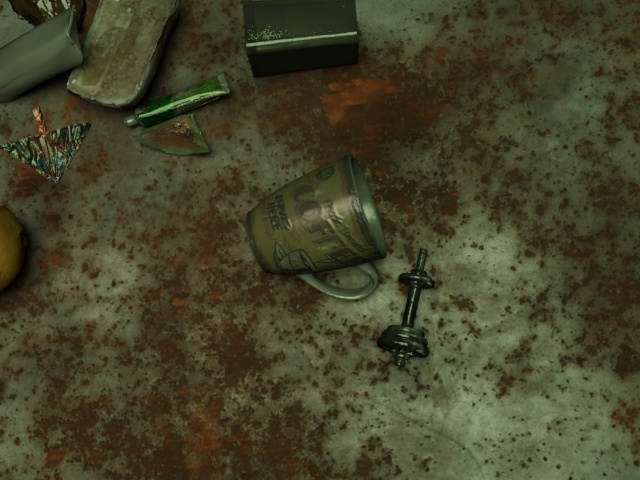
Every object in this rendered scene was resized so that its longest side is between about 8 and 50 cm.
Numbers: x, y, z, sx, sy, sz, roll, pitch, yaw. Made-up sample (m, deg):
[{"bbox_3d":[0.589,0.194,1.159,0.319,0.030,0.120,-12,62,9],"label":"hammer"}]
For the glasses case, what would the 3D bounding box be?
[{"bbox_3d":[-0.629,-0.407,1.836,0.308,0.083,0.128,-17,59,29],"label":"glasses case"}]

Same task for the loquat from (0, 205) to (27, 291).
[{"bbox_3d":[-0.745,0.022,1.759,0.238,0.193,0.238,-1,94,-17],"label":"loquat"}]

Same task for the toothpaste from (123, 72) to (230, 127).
[{"bbox_3d":[-0.321,-0.309,1.854,0.248,0.046,0.078,-21,48,0],"label":"toothpaste"}]

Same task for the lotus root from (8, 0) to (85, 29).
[{"bbox_3d":[-0.665,-0.606,1.903,0.167,0.078,0.329,-37,81,-1],"label":"lotus root"}]

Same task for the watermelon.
[{"bbox_3d":[-0.329,-0.241,1.839,0.155,0.080,0.101,-11,64,19],"label":"watermelon"}]

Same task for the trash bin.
[{"bbox_3d":[-0.040,-0.447,1.800,0.241,0.164,0.122,-5,82,2],"label":"trash bin"}]

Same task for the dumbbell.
[{"bbox_3d":[0.190,0.138,1.736,0.110,0.110,0.254,12,77,5],"label":"dumbbell"}]

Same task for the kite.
[{"bbox_3d":[-0.626,-0.214,1.876,0.232,0.009,0.189,-17,81,1],"label":"kite"}]

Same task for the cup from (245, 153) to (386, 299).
[{"bbox_3d":[0.000,0.000,1.735,0.257,0.227,0.301,-19,110,13],"label":"cup"}]

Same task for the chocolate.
[{"bbox_3d":[-0.426,-0.426,1.847,0.185,0.100,0.303,15,80,20],"label":"chocolate"}]
